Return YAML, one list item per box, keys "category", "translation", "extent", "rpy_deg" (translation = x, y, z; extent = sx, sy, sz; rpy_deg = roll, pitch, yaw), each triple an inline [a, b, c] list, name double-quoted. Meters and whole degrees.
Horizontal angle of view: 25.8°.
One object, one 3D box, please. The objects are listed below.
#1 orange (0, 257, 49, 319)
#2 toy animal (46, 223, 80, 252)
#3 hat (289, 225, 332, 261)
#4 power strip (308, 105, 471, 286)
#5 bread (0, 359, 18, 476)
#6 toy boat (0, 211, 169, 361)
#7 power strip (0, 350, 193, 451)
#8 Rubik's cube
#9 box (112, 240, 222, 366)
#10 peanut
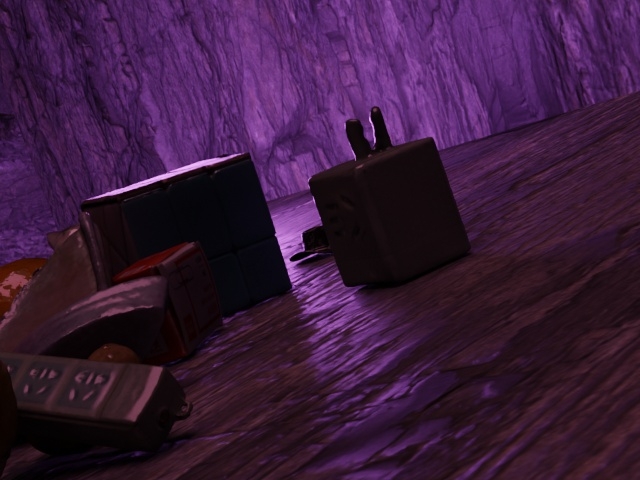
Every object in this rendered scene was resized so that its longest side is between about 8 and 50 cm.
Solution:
- category: "orange"
  translation: [-0.424, 0.121, 2.037]
  extent: [0.219, 0.193, 0.219]
  rpy_deg: [-21, 23, 9]
- category: "toy animal"
  translation: [-0.516, 0.084, 2.670]
  extent: [0.308, 0.188, 0.266]
  rpy_deg: [-19, 8, 13]
- category: "hat"
  translation: [0.000, 0.000, 2.388]
  extent: [0.121, 0.050, 0.121]
  rpy_deg: [-17, 4, 1]
- category: "power strip"
  translation: [0.081, -0.063, 1.859]
  extent: [0.139, 0.224, 0.140]
  rpy_deg: [-23, 7, -28]
- category: "bread"
  translation: [-0.421, 0.198, 1.212]
  extent: [0.183, 0.236, 0.389]
  rpy_deg: [0, 4, 20]
- category: "toy boat"
  translation: [-0.318, 0.117, 1.700]
  extent: [0.276, 0.111, 0.293]
  rpy_deg: [-45, 29, -10]
- category: "power strip"
  translation: [-0.253, 0.156, 1.384]
  extent: [0.272, 0.052, 0.078]
  rpy_deg: [3, 50, 31]
- category: "Rubik's cube"
  translation: [-0.205, 0.009, 2.128]
  extent: [0.225, 0.231, 0.221]
  rpy_deg: [-20, 7, -24]
- category: "box"
  translation: [-0.207, 0.086, 1.871]
  extent: [0.099, 0.133, 0.182]
  rpy_deg: [-19, 5, 14]
- category: "peanut"
  translation: [-0.254, 0.167, 1.511]
  extent: [0.089, 0.089, 0.193]
  rpy_deg: [-16, 6, 30]
